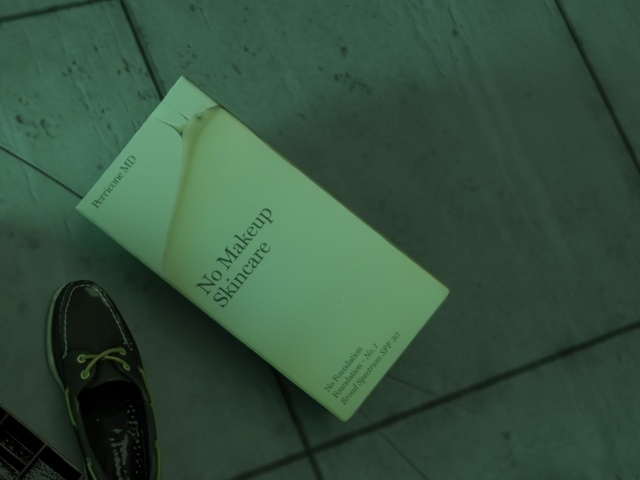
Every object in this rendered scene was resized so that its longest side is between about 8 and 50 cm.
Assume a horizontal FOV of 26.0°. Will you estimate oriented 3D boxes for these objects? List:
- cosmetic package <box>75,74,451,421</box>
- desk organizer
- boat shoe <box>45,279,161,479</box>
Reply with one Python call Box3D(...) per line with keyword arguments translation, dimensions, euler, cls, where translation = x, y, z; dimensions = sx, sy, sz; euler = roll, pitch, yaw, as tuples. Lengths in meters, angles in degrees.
Box3D(translation=(-0.051, 0.007, 1.274), dimensions=(0.309, 0.113, 0.160), euler=(38, 90, -4), cls="cosmetic package")
Box3D(translation=(-0.267, 0.181, 1.189), dimensions=(0.130, 0.050, 0.047), euler=(40, 61, -2), cls="desk organizer")
Box3D(translation=(-0.187, 0.135, 1.227), dimensions=(0.081, 0.069, 0.228), euler=(-9, 73, -24), cls="boat shoe")
